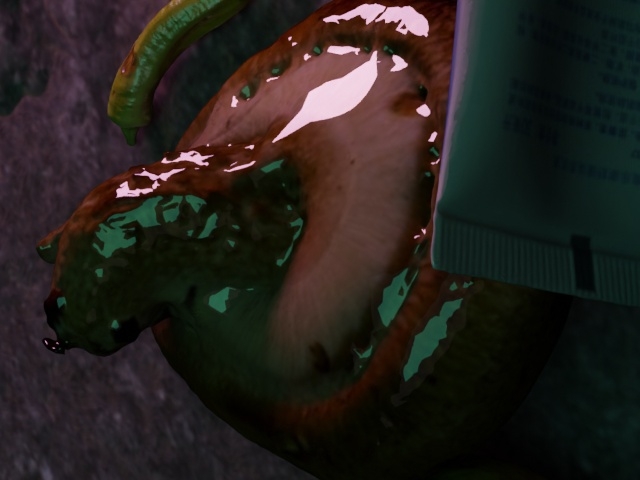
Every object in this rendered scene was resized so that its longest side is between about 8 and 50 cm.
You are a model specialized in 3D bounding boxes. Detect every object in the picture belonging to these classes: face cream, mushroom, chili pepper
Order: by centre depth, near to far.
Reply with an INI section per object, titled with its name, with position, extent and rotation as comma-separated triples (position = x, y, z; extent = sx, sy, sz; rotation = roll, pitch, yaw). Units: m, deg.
[face cream]
position = 0.174, -0.175, 0.861
extent = 0.137, 0.234, 0.420
rotation = -5, 78, 53
[mushroom]
position = 0.000, 0.000, 0.949
extent = 0.345, 0.259, 0.345
rotation = -18, 64, 41
[chili pepper]
position = -0.104, -0.157, 1.122
extent = 0.208, 0.043, 0.049
rotation = -46, 62, 25

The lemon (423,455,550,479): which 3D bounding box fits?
[lemon]
position = 0.094, 0.256, 0.961
extent = 0.253, 0.228, 0.228
rotation = 44, 114, 8
